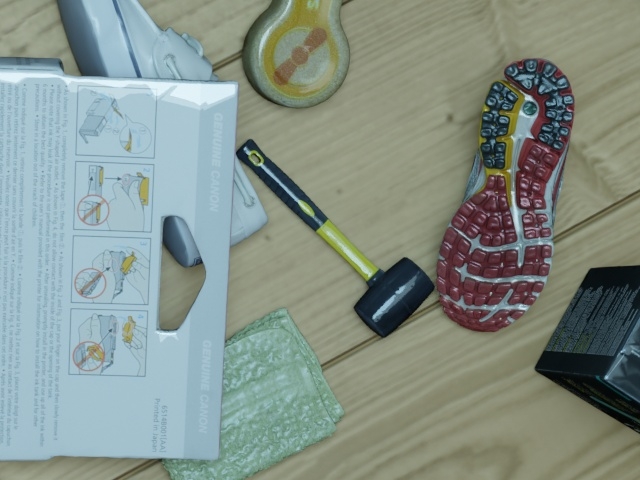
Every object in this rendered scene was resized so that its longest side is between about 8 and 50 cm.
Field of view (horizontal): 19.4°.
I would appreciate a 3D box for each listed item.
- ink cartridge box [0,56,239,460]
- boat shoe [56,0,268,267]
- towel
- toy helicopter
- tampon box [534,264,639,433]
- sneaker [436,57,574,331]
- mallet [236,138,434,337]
[{"bbox_3d":[-0.199,0.016,1.380,0.261,0.066,0.296,2,104,-10],"label":"ink cartridge box"},{"bbox_3d":[-0.120,-0.115,1.423,0.088,0.096,0.267,-26,92,-18],"label":"boat shoe"},{"bbox_3d":[-0.064,0.130,1.460,0.148,0.027,0.110,-28,95,-11],"label":"towel"},{"bbox_3d":[0.025,-0.274,1.457,0.235,0.140,0.355,10,98,-19],"label":"toy helicopter"},{"bbox_3d":[0.262,0.090,1.454,0.120,0.161,0.101,32,83,-10],"label":"tampon box"},{"bbox_3d":[0.155,-0.034,1.477,0.088,0.093,0.225,19,103,8],"label":"sneaker"},{"bbox_3d":[0.000,0.000,1.475,0.190,0.039,0.062,38,85,-3],"label":"mallet"}]
